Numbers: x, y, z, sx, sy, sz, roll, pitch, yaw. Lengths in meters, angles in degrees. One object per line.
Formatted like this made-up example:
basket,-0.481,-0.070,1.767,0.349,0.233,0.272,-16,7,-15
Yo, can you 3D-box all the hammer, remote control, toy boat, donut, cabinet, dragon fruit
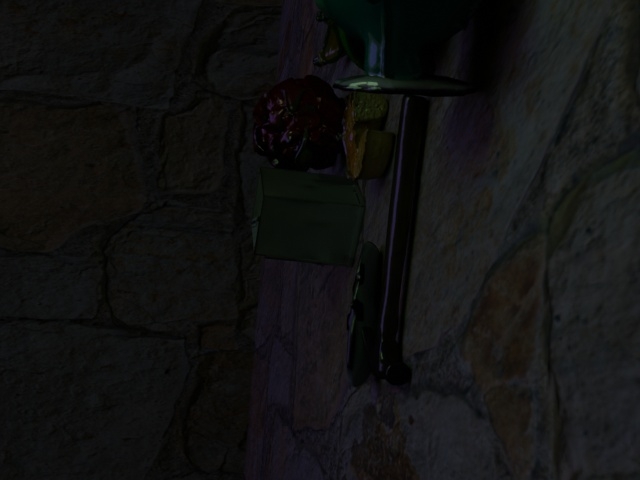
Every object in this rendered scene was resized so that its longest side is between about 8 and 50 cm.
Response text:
hammer,0.123,-0.005,1.266,0.168,0.044,0.439,-158,75,-78
remote control,0.077,0.125,1.405,0.097,0.045,0.256,45,-132,-66
toy boat,0.027,-0.466,1.885,0.229,0.088,0.088,95,163,-73
donut,0.085,-0.185,1.501,0.181,0.078,0.146,-104,20,-45
cabinet,-0.031,-0.048,1.685,0.145,0.206,0.150,-103,21,-60
dragon fruit,-0.053,-0.278,1.874,0.293,0.234,0.233,-112,28,-54

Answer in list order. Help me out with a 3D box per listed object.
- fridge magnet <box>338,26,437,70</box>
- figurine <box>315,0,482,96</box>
fridge magnet,0.106,-0.343,1.188,0.088,0.208,0.208,24,112,42
figurine,0.106,-0.351,0.994,0.324,0.232,0.339,-27,-58,-67
